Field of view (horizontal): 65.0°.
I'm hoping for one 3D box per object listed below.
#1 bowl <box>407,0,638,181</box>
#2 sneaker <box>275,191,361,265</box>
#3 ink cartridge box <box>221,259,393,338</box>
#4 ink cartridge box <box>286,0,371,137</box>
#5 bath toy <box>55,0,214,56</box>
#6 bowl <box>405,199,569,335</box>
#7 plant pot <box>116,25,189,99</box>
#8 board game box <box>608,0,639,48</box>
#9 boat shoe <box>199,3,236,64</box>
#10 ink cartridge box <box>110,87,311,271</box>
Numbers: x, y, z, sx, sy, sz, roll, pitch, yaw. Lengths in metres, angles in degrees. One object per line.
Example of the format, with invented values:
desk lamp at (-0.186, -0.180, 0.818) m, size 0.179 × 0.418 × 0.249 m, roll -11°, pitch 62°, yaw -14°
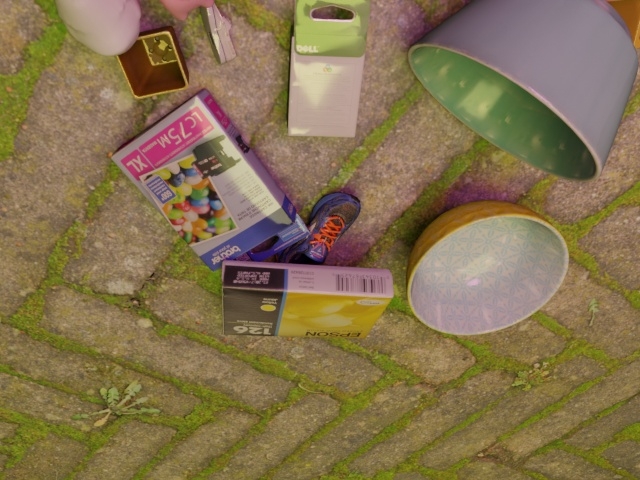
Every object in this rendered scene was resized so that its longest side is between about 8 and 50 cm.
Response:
bowl at (0.292, -0.234, 0.689) m, size 0.312 × 0.311 × 0.163 m, roll 33°, pitch 99°, yaw -27°
sneaker at (0.000, 0.000, 0.944) m, size 0.083 × 0.087 × 0.221 m, roll 28°, pitch 120°, yaw -25°
ink cartridge box at (-0.042, 0.143, 0.999) m, size 0.304 × 0.072 × 0.307 m, roll 2°, pitch 147°, yaw -8°
ink cartridge box at (0.007, -0.263, 0.756) m, size 0.109 × 0.062 × 0.209 m, roll 0°, pitch 127°, yaw -7°
bath toy at (-0.170, -0.357, 0.598) m, size 0.348 × 0.129 × 0.151 m, roll -28°, pitch 83°, yaw 2°
bowl at (0.290, 0.027, 0.952) m, size 0.290 × 0.156 × 0.289 m, roll -3°, pitch 128°, yaw -4°
plant pot at (-0.234, -0.262, 0.716) m, size 0.082 × 0.083 × 0.081 m, roll -10°, pitch 128°, yaw 3°
board game box at (0.495, -0.431, 0.630) m, size 0.242 × 0.064 × 0.316 m, roll -19°, pitch 128°, yaw -13°
boat shoe at (-0.146, -0.309, 0.726) m, size 0.035 × 0.035 × 0.100 m, roll -28°, pitch 126°, yaw -19°
ink cartridge box at (-0.174, -0.074, 0.854) m, size 0.186 × 0.065 × 0.311 m, roll -29°, pitch 117°, yaw 17°
